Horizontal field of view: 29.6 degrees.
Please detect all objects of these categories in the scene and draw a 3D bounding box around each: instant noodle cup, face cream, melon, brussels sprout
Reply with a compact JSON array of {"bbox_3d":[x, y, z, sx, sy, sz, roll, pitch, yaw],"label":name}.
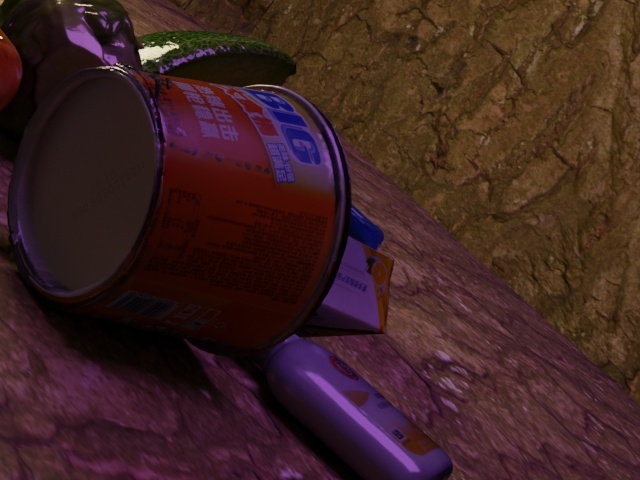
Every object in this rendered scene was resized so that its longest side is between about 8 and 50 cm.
[{"bbox_3d":[-0.147,-0.036,1.168,0.214,0.296,0.296,13,25,-47],"label":"instant noodle cup"},{"bbox_3d":[0.012,0.170,1.303,0.291,0.071,0.144,40,10,20],"label":"face cream"},{"bbox_3d":[-0.240,-0.211,1.806,0.331,0.226,0.343,-1,-4,21],"label":"melon"},{"bbox_3d":[-0.314,-0.212,1.492,0.244,0.244,0.244,35,11,-8],"label":"brussels sprout"}]

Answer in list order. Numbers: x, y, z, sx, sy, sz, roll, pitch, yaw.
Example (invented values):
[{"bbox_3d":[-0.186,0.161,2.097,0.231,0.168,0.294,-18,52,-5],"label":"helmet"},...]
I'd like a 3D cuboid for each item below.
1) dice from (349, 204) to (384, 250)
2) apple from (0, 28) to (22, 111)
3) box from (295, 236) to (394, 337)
[{"bbox_3d":[0.000,0.000,1.788,0.143,0.146,0.146,38,10,-5],"label":"dice"},{"bbox_3d":[-0.416,-0.194,1.336,0.163,0.139,0.163,48,5,-5],"label":"apple"},{"bbox_3d":[-0.058,0.031,1.406,0.168,0.097,0.265,-6,-23,41],"label":"box"}]
